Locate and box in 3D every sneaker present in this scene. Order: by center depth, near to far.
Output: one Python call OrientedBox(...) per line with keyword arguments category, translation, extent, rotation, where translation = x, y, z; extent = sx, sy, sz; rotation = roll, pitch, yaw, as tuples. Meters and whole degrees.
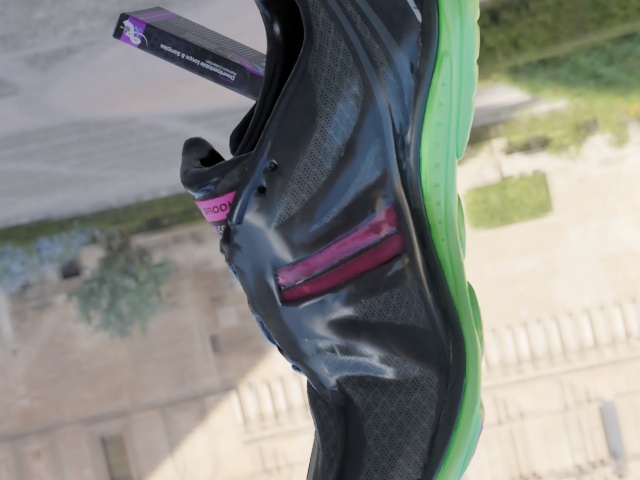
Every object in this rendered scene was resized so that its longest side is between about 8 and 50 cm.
OrientedBox(category="sneaker", translation=(0.000, 0.000, 1.033), extent=(0.202, 0.482, 0.185), rotation=(-1, 178, -16))

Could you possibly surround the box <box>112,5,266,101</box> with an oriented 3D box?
OrientedBox(category="box", translation=(-0.102, -0.174, 1.392), extent=(0.162, 0.029, 0.116), rotation=(24, -165, 6))
